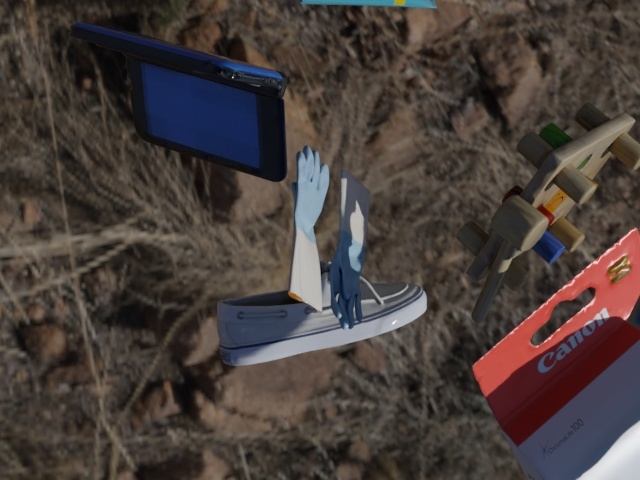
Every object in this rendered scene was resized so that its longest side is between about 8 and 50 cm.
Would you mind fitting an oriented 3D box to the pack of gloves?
[{"bbox_3d":[0.000,0.000,1.745,0.046,0.232,0.195,-10,153,28],"label":"pack of gloves"}]

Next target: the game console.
[{"bbox_3d":[-0.209,-0.203,1.909,0.250,0.293,0.173,-4,109,-64],"label":"game console"}]

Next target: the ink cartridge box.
[{"bbox_3d":[0.404,0.219,1.765,0.308,0.091,0.385,-38,127,-12],"label":"ink cartridge box"}]

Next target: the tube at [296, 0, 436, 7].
[{"bbox_3d":[0.064,-0.367,1.857,0.207,0.080,0.052,-3,152,-22],"label":"tube"}]

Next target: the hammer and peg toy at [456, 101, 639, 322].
[{"bbox_3d":[0.307,-0.047,1.867,0.361,0.127,0.266,-28,155,-47],"label":"hammer and peg toy"}]

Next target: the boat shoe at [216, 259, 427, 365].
[{"bbox_3d":[-0.001,0.089,2.129,0.367,0.136,0.157,-12,102,-13],"label":"boat shoe"}]

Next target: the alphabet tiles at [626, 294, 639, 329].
[{"bbox_3d":[0.450,0.053,1.284,0.009,0.237,0.198,5,112,-54],"label":"alphabet tiles"}]
